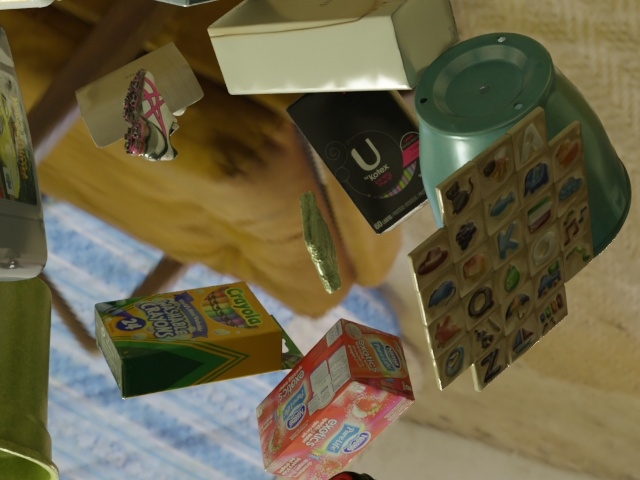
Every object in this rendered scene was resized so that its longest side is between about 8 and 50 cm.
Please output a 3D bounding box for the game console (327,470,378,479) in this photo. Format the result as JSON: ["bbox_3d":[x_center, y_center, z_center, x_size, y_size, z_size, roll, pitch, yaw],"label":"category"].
[{"bbox_3d":[0.063,0.471,1.848,0.386,0.342,0.060,25,-149,-36],"label":"game console"}]

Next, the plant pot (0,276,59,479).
[{"bbox_3d":[-0.455,0.168,1.644,0.276,0.254,0.276,4,155,2],"label":"plant pot"}]

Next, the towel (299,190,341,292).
[{"bbox_3d":[0.000,0.000,1.885,0.027,0.148,0.110,-19,122,9],"label":"towel"}]

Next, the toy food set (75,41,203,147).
[{"bbox_3d":[-0.349,-0.276,2.453,0.092,0.220,0.306,64,175,-23],"label":"toy food set"}]

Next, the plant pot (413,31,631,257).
[{"bbox_3d":[0.246,-0.124,1.675,0.271,0.271,0.255,15,149,37],"label":"plant pot"}]

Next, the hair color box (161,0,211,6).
[{"bbox_3d":[-0.289,-0.440,1.870,0.374,0.113,0.185,17,-156,26],"label":"hair color box"}]

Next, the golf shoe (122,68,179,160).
[{"bbox_3d":[-0.277,-0.202,2.093,0.086,0.186,0.067,14,139,-27],"label":"golf shoe"}]

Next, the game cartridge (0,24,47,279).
[{"bbox_3d":[-0.351,-0.104,1.323,0.060,0.294,0.196,-11,178,1],"label":"game cartridge"}]

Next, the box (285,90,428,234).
[{"bbox_3d":[0.093,-0.164,2.173,0.270,0.165,0.143,53,-169,5],"label":"box"}]

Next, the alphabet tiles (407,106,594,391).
[{"bbox_3d":[0.223,0.019,1.518,0.011,0.285,0.342,32,150,40],"label":"alphabet tiles"}]

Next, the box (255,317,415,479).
[{"bbox_3d":[0.019,0.256,1.991,0.122,0.128,0.257,20,128,-29],"label":"box"}]

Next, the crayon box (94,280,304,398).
[{"bbox_3d":[-0.200,0.158,2.143,0.323,0.083,0.203,-8,-155,-20],"label":"crayon box"}]

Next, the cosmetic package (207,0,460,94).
[{"bbox_3d":[0.017,-0.287,1.781,0.309,0.160,0.113,1,123,35],"label":"cosmetic package"}]

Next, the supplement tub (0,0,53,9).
[{"bbox_3d":[-0.535,-0.472,2.196,0.199,0.144,0.144,-2,158,7],"label":"supplement tub"}]
